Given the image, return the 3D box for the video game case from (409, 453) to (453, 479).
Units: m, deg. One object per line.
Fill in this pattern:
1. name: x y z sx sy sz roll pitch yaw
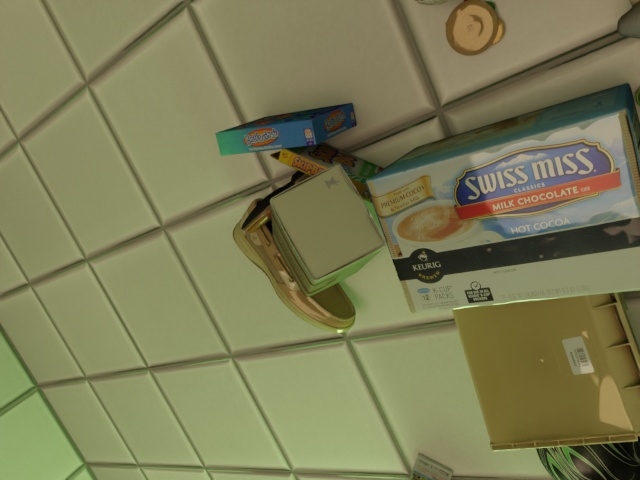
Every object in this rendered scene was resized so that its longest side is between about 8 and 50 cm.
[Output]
1. video game case: 0.263 0.575 1.229 0.087 0.011 0.122 21 122 21

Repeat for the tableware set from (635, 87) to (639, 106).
1. tableware set: 0.516 -0.169 0.698 0.104 0.024 0.154 -36 92 38

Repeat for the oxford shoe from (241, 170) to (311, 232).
1. oxford shoe: -0.068 -0.071 1.033 0.212 0.076 0.076 -35 114 12

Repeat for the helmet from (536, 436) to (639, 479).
1. helmet: 0.470 0.366 0.916 0.161 0.169 0.169 29 127 -4

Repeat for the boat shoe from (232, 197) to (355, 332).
1. boat shoe: -0.047 0.054 1.087 0.341 0.121 0.110 43 127 8

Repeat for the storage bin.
1. storage bin: 0.377 0.185 0.834 0.260 0.123 0.262 -23 74 36

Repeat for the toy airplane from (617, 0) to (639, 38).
1. toy airplane: 0.344 -0.367 0.505 0.386 0.272 0.384 6 144 -9

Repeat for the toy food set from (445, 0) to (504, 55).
1. toy food set: 0.235 -0.331 0.790 0.083 0.020 0.082 -27 98 38

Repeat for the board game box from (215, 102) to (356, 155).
1. board game box: -0.062 -0.206 0.945 0.210 0.160 0.047 -1 112 31

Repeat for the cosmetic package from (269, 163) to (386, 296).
1. cosmetic package: 0.000 0.000 0.899 0.153 0.129 0.296 61 171 9

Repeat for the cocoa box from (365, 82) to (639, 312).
1. cocoa box: 0.289 -0.057 0.758 0.347 0.231 0.228 -12 105 35

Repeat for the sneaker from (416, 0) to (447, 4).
1. sneaker: 0.155 -0.483 0.715 0.118 0.107 0.279 26 119 49

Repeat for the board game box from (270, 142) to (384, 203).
1. board game box: 0.044 -0.129 0.940 0.259 0.124 0.039 24 117 19
